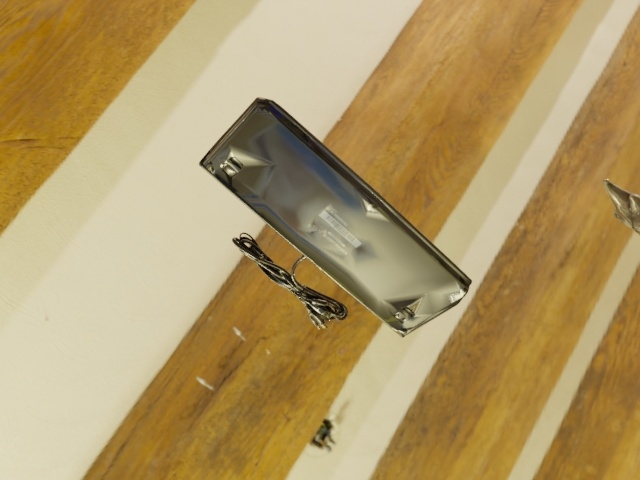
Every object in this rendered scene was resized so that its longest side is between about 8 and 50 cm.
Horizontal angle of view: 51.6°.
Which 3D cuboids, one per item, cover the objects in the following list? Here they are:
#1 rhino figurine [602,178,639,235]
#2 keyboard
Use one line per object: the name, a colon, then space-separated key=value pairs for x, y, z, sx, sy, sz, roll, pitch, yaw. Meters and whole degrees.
rhino figurine: x=0.323 y=0.024 z=0.516 sx=0.243 sy=0.106 sz=0.073 roll=39 pitch=-86 yaw=6
keyboard: x=0.000 y=0.000 z=0.746 sx=0.317 sy=0.201 sz=0.033 roll=42 pitch=-143 yaw=-14
